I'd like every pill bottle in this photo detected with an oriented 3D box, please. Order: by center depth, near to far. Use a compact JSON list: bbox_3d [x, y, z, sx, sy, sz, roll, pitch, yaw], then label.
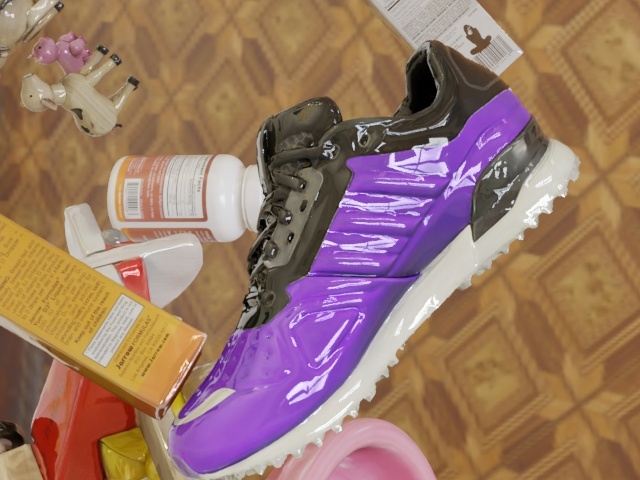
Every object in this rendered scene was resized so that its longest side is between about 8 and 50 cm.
[{"bbox_3d":[-0.169,-0.057,1.851,0.216,0.121,0.121,1,95,15],"label":"pill bottle"}]

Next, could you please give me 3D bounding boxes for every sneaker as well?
[{"bbox_3d":[0.000,0.000,0.771,0.146,0.293,0.102,49,166,-13],"label":"sneaker"}]

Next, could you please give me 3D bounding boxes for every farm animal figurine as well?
[{"bbox_3d":[-0.444,-0.291,1.990,0.330,0.172,0.327,39,169,9],"label":"farm animal figurine"}]

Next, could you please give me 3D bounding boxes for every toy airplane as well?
[{"bbox_3d":[-0.185,0.143,1.414,0.384,0.273,0.386,-14,75,59],"label":"toy airplane"}]

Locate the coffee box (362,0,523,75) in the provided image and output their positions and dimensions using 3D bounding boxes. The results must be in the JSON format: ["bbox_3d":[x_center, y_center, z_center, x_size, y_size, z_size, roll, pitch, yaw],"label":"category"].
[{"bbox_3d":[0.125,-0.289,1.674,0.098,0.141,0.246,-43,95,5],"label":"coffee box"}]

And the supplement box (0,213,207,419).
[{"bbox_3d":[-0.213,0.057,1.135,0.080,0.233,0.078,-61,0,-18],"label":"supplement box"}]

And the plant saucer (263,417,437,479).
[{"bbox_3d":[0.008,0.293,0.964,0.084,0.332,0.332,-5,91,27],"label":"plant saucer"}]
